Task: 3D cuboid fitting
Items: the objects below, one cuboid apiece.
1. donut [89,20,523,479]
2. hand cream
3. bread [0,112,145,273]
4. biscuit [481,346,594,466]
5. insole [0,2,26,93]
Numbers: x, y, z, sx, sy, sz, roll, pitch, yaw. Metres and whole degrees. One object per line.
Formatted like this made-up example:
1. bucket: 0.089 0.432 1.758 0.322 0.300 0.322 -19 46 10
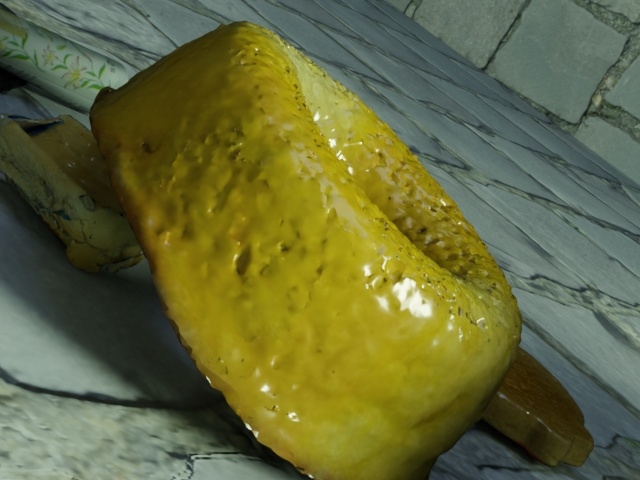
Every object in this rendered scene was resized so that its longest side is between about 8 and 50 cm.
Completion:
1. donut: -0.001 -0.002 0.760 0.277 0.108 0.277 44 15 -15
2. hand cream: -0.201 -0.132 0.989 0.194 0.042 0.067 26 25 -43
3. bread: -0.133 -0.027 0.801 0.106 0.053 0.072 44 28 28
4. biscuit: 0.089 0.073 0.979 0.225 0.036 0.166 37 15 6
5. insole: -0.249 -0.137 1.001 0.110 0.012 0.309 32 13 -8
